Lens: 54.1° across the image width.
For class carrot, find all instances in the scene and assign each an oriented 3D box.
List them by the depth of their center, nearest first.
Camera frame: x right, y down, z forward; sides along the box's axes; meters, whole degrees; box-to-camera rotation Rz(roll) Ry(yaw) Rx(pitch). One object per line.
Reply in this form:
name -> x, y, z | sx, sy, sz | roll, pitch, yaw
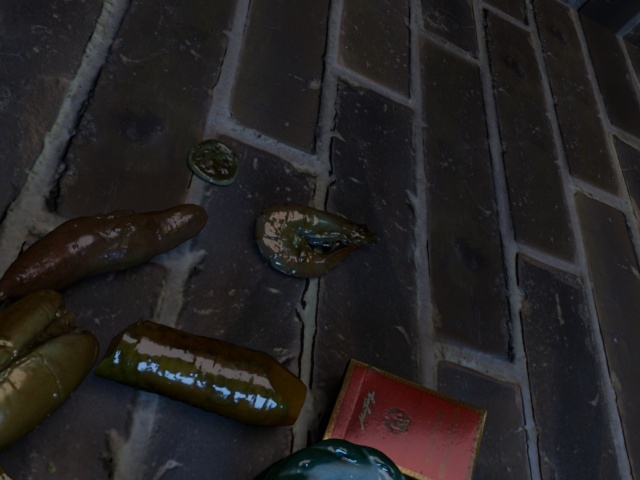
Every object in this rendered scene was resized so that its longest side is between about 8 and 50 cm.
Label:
carrot -> -0.167, 0.196, 0.925 | 0.302, 0.114, 0.114 | 22, 51, -16

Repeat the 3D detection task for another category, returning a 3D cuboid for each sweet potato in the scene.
sweet potato -> -0.335, 0.005, 0.958 | 0.106, 0.095, 0.355 | 17, 30, 40

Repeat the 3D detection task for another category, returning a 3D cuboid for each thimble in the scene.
thimble -> 0.017, 0.425, 0.848 | 0.254, 0.167, 0.288 | 8, 56, -27

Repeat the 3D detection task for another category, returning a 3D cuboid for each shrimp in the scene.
shrimp -> 0.000, 0.000, 1.192 | 0.267, 0.061, 0.145 | 3, 68, -34

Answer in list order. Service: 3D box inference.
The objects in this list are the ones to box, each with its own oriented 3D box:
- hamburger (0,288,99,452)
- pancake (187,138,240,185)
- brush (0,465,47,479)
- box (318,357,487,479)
hamburger -> -0.379, 0.170, 0.761 | 0.144, 0.157, 0.283 | 54, 36, -11
pancake -> -0.201, -0.152, 1.194 | 0.108, 0.017, 0.108 | 17, 56, -26
brush -> -0.406, 0.290, 0.778 | 0.205, 0.011, 0.083 | 48, 49, 5
box -> 0.130, 0.305, 1.001 | 0.240, 0.074, 0.153 | 21, 60, 5
